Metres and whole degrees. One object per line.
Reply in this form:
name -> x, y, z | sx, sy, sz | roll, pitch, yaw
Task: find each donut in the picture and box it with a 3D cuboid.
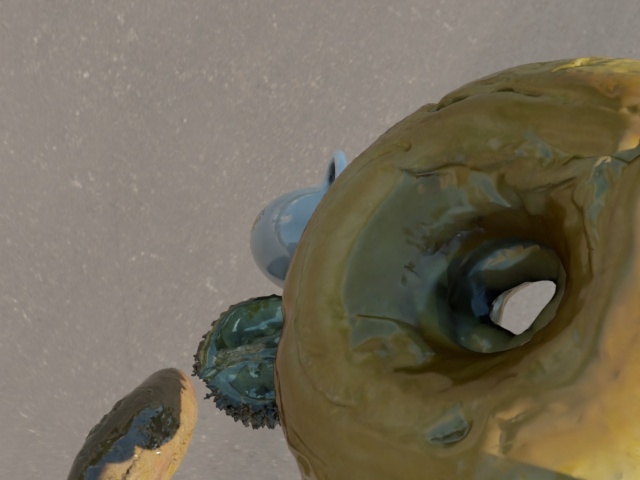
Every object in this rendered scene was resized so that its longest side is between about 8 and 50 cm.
donut -> 0.146, 0.055, 0.577 | 0.198, 0.449, 0.449 | 34, 64, -41

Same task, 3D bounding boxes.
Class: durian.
durian -> -0.037, 0.133, 0.793 | 0.188, 0.091, 0.148 | -11, 42, -13

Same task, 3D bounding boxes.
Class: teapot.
teapot -> 0.000, 0.000, 0.817 | 0.145, 0.226, 0.092 | 5, 51, -13

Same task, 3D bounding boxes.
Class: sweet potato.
sweet potato -> -0.218, 0.264, 0.813 | 0.109, 0.109, 0.385 | 31, 37, -6
